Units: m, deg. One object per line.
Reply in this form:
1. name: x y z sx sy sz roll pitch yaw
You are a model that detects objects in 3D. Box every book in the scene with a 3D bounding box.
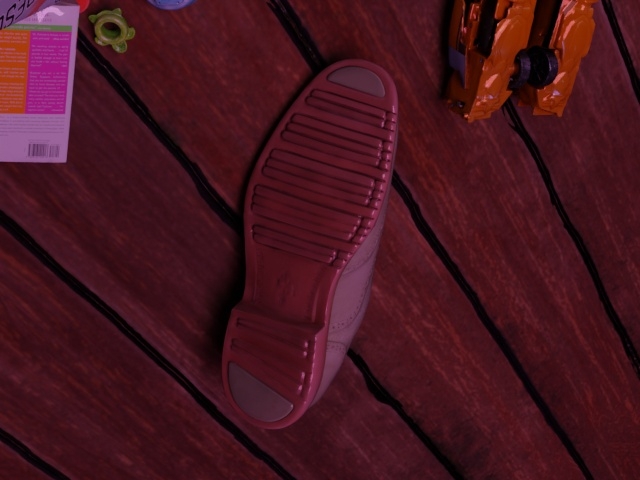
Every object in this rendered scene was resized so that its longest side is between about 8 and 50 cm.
1. book: -0.259 -0.136 0.862 0.096 0.035 0.144 -1 119 -26

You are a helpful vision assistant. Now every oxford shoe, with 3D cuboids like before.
1. oxford shoe: 0.000 0.000 1.088 0.146 0.140 0.397 -12 124 -65

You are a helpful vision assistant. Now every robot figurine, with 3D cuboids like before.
1. robot figurine: 0.225 -0.272 1.074 0.211 0.085 0.291 -7 121 -31

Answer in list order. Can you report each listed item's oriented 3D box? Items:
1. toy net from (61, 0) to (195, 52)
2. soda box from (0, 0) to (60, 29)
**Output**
1. toy net: -0.193 -0.267 0.832 0.122 0.045 0.232 -23 131 17
2. soda box: -0.253 -0.192 0.743 0.063 0.183 0.058 22 120 4
